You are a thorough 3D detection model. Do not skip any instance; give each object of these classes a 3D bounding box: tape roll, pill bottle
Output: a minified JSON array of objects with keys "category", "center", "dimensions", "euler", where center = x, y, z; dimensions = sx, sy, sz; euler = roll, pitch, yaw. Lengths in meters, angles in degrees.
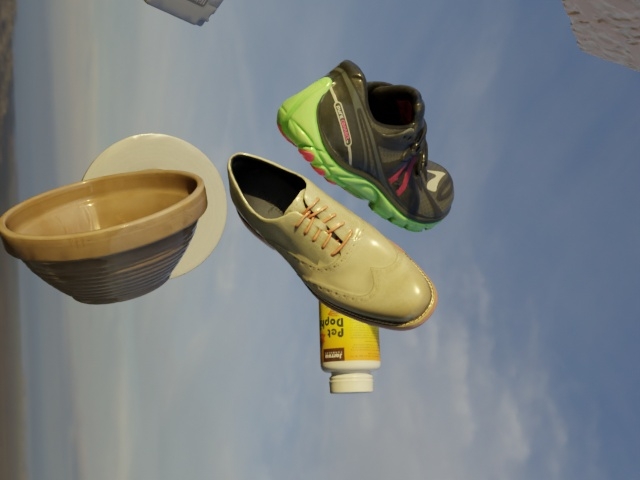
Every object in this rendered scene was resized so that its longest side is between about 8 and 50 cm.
[{"category":"tape roll","center":[-0.254,-0.050,1.341],"dimensions":[0.072,0.219,0.219],"euler":[-169,-102,-74]},{"category":"pill bottle","center":[0.056,0.188,1.727],"dimensions":[0.117,0.117,0.214],"euler":[143,-54,-70]}]

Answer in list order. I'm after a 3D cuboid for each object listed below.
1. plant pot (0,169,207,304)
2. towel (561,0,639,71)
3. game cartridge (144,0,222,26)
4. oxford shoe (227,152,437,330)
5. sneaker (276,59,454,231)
[{"category":"plant pot","center":[-0.242,0.002,1.039],"dimensions":[0.237,0.238,0.109],"euler":[-134,-148,-66]},{"category":"towel","center":[0.476,-0.287,1.184],"dimensions":[0.317,0.332,0.053],"euler":[26,-90,26]},{"category":"game cartridge","center":[-0.246,-0.605,1.881],"dimensions":[0.294,0.196,0.060],"euler":[-50,-121,21]},{"category":"oxford shoe","center":[0.000,0.000,1.354],"dimensions":[0.397,0.140,0.146],"euler":[32,-12,24]},{"category":"sneaker","center":[0.129,-0.157,1.546],"dimensions":[0.202,0.483,0.185],"euler":[-46,-122,13]}]
